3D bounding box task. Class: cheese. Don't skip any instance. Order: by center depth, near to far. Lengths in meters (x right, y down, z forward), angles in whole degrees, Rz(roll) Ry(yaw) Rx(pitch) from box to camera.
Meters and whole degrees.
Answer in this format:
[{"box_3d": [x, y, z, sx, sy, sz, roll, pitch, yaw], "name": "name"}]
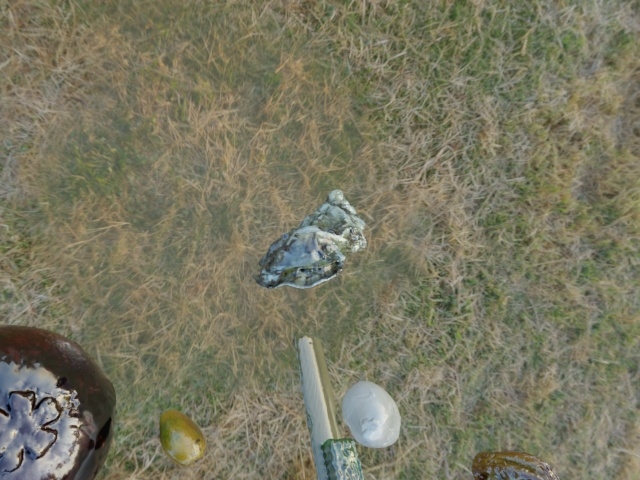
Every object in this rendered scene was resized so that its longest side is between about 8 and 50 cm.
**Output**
[{"box_3d": [0.153, 0.523, 1.279, 0.154, 0.189, 0.198, -48, 138, -2], "name": "cheese"}]

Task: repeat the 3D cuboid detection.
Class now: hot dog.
[{"box_3d": [0.465, 0.597, 1.026, 0.099, 0.227, 0.160, 0, 62, -30], "name": "hot dog"}]

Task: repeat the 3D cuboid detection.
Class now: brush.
[{"box_3d": [0.012, 0.257, 0.579, 0.054, 0.282, 0.048, 15, 134, -35], "name": "brush"}]

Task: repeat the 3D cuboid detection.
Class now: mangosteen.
[{"box_3d": [-0.452, 0.275, 0.600, 0.297, 0.293, 0.296, 11, 60, -20], "name": "mangosteen"}]

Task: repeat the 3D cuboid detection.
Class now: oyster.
[{"box_3d": [0.001, 0.003, 0.614, 0.252, 0.199, 0.087, -30, 109, -28], "name": "oyster"}]

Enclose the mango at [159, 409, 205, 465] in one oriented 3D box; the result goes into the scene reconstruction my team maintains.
[{"box_3d": [-0.237, 0.329, 0.707, 0.057, 0.114, 0.079, -52, 135, -11], "name": "mango"}]
